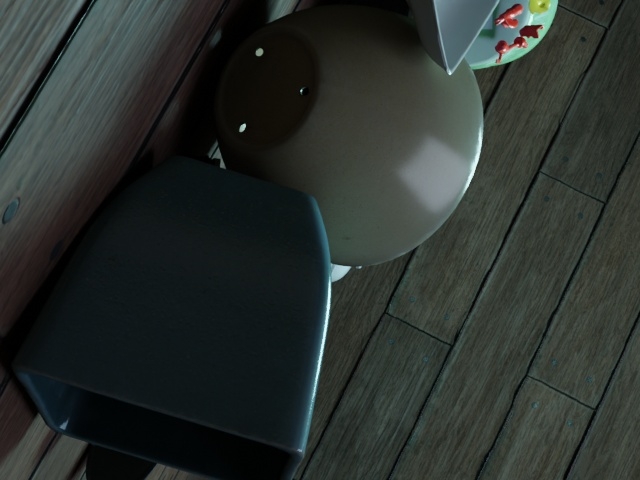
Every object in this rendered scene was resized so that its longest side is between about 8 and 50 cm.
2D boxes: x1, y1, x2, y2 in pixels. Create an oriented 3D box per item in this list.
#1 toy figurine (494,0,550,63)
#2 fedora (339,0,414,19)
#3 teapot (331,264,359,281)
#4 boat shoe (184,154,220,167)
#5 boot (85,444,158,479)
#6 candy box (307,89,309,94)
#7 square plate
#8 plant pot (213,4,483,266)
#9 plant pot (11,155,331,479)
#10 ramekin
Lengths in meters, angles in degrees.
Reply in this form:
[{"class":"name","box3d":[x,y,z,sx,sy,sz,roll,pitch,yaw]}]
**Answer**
[{"class":"toy figurine","box3d":[0.234,-0.498,1.839,0.191,0.217,0.362,-45,123,-28]},{"class":"fedora","box3d":[0.119,-0.347,1.435,0.334,0.152,0.334,15,90,-76]},{"class":"teapot","box3d":[0.000,0.000,1.965,0.256,0.187,0.252,-57,172,-45]},{"class":"boat shoe","box3d":[-0.142,-0.042,1.120,0.133,0.042,0.049,113,-18,-46]},{"class":"boot","box3d":[-0.242,0.277,1.453,0.229,0.091,0.263,108,8,-56]},{"class":"candy box","box3d":[0.071,-0.263,1.696,0.268,0.122,0.317,-62,174,-26]},{"class":"square plate","box3d":[0.118,-0.386,1.074,0.347,0.049,0.344,-56,135,-56]},{"class":"plant pot","box3d":[-0.001,-0.128,1.071,0.191,0.284,0.284,19,99,-53]},{"class":"plant pot","box3d":[-0.108,0.071,0.969,0.248,0.247,0.252,105,2,-67]},{"class":"ramekin","box3d":[0.315,-0.491,2.074,0.148,0.303,0.303,-40,157,-59]}]
